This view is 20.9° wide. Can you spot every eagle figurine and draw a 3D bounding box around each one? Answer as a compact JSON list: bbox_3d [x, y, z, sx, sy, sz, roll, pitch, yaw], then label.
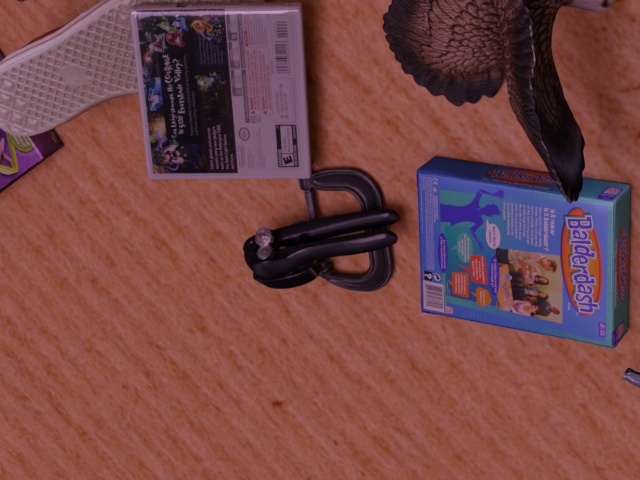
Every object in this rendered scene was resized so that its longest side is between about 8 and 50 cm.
[{"bbox_3d":[0.175,-0.201,1.543,0.225,0.226,0.298,19,118,-1],"label":"eagle figurine"}]

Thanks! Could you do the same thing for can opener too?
[{"bbox_3d":[0.000,0.000,1.813,0.186,0.073,0.059,-19,62,28],"label":"can opener"}]

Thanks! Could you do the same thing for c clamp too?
[{"bbox_3d":[0.011,-0.019,1.838,0.137,0.022,0.161,-6,108,28],"label":"c clamp"}]

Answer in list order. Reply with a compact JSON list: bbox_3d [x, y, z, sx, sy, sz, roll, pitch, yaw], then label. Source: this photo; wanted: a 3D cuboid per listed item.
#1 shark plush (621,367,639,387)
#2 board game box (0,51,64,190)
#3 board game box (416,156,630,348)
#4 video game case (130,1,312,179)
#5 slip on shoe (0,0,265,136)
[{"bbox_3d":[0.368,0.169,1.677,0.161,0.067,0.073,45,128,5],"label":"shark plush"},{"bbox_3d":[-0.467,-0.202,2.025,0.208,0.056,0.347,-29,96,42],"label":"board game box"},{"bbox_3d":[0.200,0.010,1.716,0.210,0.047,0.160,11,118,28],"label":"board game box"},{"bbox_3d":[-0.099,-0.151,1.771,0.173,0.022,0.190,0,119,6],"label":"video game case"},{"bbox_3d":[-0.204,-0.206,1.828,0.331,0.101,0.123,-20,113,24],"label":"slip on shoe"}]
